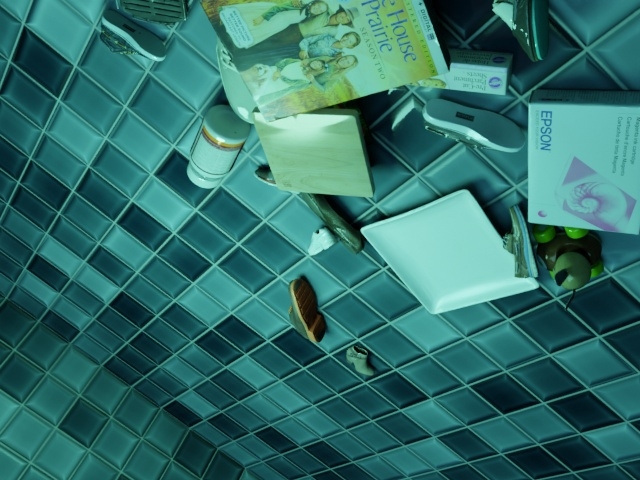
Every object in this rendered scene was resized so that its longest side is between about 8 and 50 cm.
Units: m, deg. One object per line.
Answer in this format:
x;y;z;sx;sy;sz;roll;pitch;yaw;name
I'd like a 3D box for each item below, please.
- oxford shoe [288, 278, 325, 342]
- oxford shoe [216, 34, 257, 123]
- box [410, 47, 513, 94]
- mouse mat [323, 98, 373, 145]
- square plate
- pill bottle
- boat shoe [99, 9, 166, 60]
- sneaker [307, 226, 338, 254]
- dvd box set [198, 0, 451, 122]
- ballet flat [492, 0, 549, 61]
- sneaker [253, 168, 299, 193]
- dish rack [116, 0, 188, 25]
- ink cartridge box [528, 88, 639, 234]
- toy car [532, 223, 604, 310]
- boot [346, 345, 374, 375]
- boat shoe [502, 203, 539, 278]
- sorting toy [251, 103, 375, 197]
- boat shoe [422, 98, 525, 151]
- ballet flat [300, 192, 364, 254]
-0.067;0.221;2.185;0.098;0.097;0.271;10;136;29;oxford shoe
-0.169;-0.436;1.545;0.169;0.130;0.449;18;140;7;oxford shoe
0.231;-0.362;1.443;0.324;0.063;0.067;12;136;19;box
0.024;-0.285;1.683;0.189;0.007;0.153;-4;130;31;mouse mat
0.334;0.033;1.801;0.344;0.049;0.347;-22;119;41;square plate
-0.271;-0.239;1.805;0.121;0.121;0.221;32;140;-4;pill bottle
-0.462;-0.484;1.712;0.183;0.065;0.083;36;141;2;boat shoe
0.000;0.000;1.949;0.061;0.053;0.152;60;152;0;sneaker
0.012;-0.415;1.369;0.420;0.062;0.308;-10;130;25;dvd box set
0.364;-0.464;1.254;0.096;0.095;0.280;13;127;32;ballet flat
-0.107;-0.173;1.843;0.158;0.065;0.061;22;-174;30;sneaker
-0.404;-0.604;1.545;0.208;0.074;0.271;15;138;16;dish rack
0.603;-0.157;1.443;0.330;0.071;0.324;7;135;25;ink cartridge box
0.563;0.066;1.599;0.149;0.188;0.155;-10;126;36;toy car
0.138;0.395;2.286;0.118;0.042;0.087;27;137;2;boot
0.465;0.006;1.641;0.066;0.066;0.183;-14;97;19;boat shoe
-0.003;-0.232;1.666;0.257;0.089;0.255;6;141;22;sorting toy
0.328;-0.237;1.513;0.228;0.080;0.076;18;156;7;boat shoe
0.036;-0.065;1.869;0.250;0.058;0.084;48;173;-13;ballet flat
